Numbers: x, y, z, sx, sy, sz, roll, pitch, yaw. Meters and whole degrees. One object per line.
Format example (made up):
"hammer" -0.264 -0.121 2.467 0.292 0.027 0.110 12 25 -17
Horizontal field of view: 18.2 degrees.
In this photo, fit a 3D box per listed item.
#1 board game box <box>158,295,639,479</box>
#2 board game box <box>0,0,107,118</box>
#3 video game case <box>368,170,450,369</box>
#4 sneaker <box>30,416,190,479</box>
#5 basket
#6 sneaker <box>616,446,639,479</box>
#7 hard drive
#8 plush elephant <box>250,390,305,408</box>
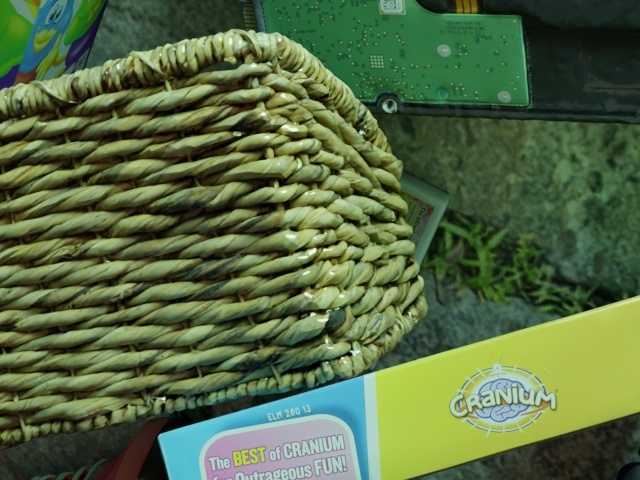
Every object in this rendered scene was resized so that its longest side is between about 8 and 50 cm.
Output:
"board game box" 0.071 0.104 1.211 0.316 0.242 0.064 -16 85 -1
"board game box" -0.203 -0.216 1.275 0.142 0.144 0.275 29 127 5
"video game case" 0.000 0.000 1.392 0.143 0.019 0.157 27 125 7
"sneaker" -0.205 0.233 1.563 0.136 0.116 0.314 36 127 3
"basket" -0.101 -0.015 1.280 0.299 0.213 0.223 -14 98 22
"sneaker" 0.184 0.250 1.379 0.083 0.098 0.223 31 106 -20
"hard drive" 0.107 -0.189 1.204 0.339 0.064 0.237 3 120 22
"plush elephant" -0.030 0.268 1.408 0.330 0.272 0.255 -22 125 3
